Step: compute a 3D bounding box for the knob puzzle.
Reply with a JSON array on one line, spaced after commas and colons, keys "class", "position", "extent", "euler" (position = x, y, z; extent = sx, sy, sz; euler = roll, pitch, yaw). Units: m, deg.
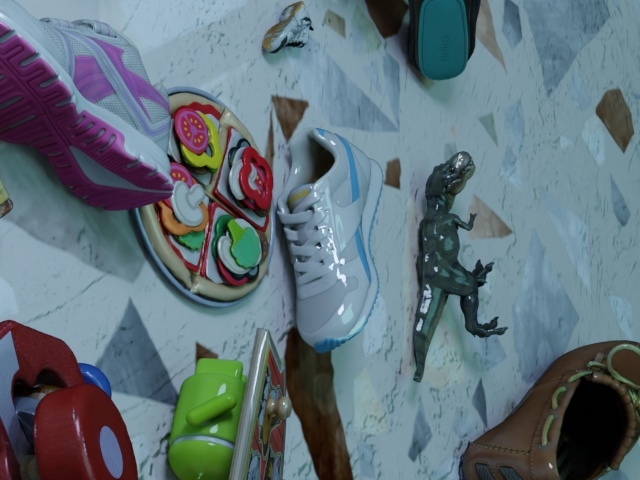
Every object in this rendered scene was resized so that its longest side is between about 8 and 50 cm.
[{"class": "knob puzzle", "position": [-0.041, 0.189, 1.475], "extent": [0.213, 0.030, 0.213], "euler": [5, 90, -81]}]

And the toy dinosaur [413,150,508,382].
[{"class": "toy dinosaur", "position": [0.141, 0.044, 1.850], "extent": [0.118, 0.064, 0.268], "euler": [31, 56, -39]}]

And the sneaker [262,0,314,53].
[{"class": "sneaker", "position": [-0.027, -0.201, 1.713], "extent": [0.037, 0.032, 0.083], "euler": [60, 38, -22]}]

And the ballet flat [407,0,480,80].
[{"class": "ballet flat", "position": [0.127, -0.287, 1.836], "extent": [0.280, 0.095, 0.096], "euler": [99, -12, -54]}]

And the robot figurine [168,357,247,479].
[{"class": "robot figurine", "position": [-0.090, 0.157, 1.464], "extent": [0.101, 0.067, 0.115], "euler": [82, 15, -57]}]

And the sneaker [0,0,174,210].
[{"class": "sneaker", "position": [-0.206, -0.127, 1.382], "extent": [0.252, 0.103, 0.111], "euler": [45, 40, -47]}]

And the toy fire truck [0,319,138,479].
[{"class": "toy fire truck", "position": [-0.186, 0.199, 1.258], "extent": [0.254, 0.169, 0.302], "euler": [-62, 133, -76]}]

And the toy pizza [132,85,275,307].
[{"class": "toy pizza", "position": [-0.096, -0.041, 1.557], "extent": [0.201, 0.032, 0.201], "euler": [25, 59, -50]}]

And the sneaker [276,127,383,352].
[{"class": "sneaker", "position": [0.000, 0.000, 1.644], "extent": [0.092, 0.087, 0.229], "euler": [36, 43, -38]}]

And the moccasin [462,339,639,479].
[{"class": "moccasin", "position": [0.296, 0.195, 1.936], "extent": [0.380, 0.147, 0.139], "euler": [-17, 91, -56]}]

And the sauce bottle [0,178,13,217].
[{"class": "sauce bottle", "position": [-0.274, -0.070, 1.304], "extent": [0.128, 0.042, 0.042], "euler": [62, 36, -16]}]
